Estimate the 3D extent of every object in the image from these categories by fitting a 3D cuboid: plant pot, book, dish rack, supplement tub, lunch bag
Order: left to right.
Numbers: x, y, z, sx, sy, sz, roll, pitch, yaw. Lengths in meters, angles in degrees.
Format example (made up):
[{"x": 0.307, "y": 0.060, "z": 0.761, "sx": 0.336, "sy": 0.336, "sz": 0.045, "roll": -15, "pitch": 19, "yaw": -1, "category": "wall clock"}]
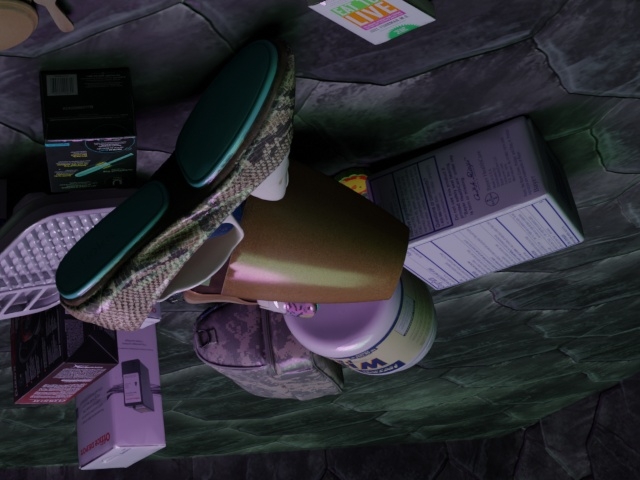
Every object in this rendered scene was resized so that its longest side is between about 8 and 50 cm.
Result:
[{"x": -0.440, "y": 0.015, "z": 1.776, "sx": 0.333, "sy": 0.072, "sz": 0.285, "roll": -38, "pitch": 164, "yaw": 30, "category": "dish rack"}, {"x": -0.109, "y": 0.222, "z": 2.383, "sx": 0.256, "sy": 0.212, "sz": 0.305, "roll": -13, "pitch": 158, "yaw": 9, "category": "lunch bag"}, {"x": 0.000, "y": 0.000, "z": 1.725, "sx": 0.254, "sy": 0.237, "sz": 0.237, "roll": 14, "pitch": 156, "yaw": -3, "category": "plant pot"}, {"x": 0.088, "y": 0.135, "z": 2.196, "sx": 0.235, "sy": 0.235, "sz": 0.325, "roll": -16, "pitch": 159, "yaw": 19, "category": "supplement tub"}, {"x": 0.064, "y": -0.292, "z": 1.394, "sx": 0.096, "sy": 0.035, "sz": 0.144, "roll": -19, "pitch": 158, "yaw": 34, "category": "book"}]

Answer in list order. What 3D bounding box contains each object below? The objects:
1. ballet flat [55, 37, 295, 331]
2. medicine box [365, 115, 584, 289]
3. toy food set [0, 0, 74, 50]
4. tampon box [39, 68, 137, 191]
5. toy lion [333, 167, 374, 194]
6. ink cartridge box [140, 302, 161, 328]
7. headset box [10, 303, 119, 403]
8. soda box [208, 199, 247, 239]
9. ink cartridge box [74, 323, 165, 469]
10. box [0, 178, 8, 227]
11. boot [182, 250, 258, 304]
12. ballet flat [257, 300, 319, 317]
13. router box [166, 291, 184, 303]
[{"x": -0.159, "y": -0.059, "z": 1.531, "sx": 0.182, "sy": 0.164, "sz": 0.483, "roll": 30, "pitch": 109, "yaw": -39, "category": "ballet flat"}, {"x": 0.263, "y": -0.052, "z": 1.894, "sx": 0.289, "sy": 0.149, "sz": 0.263, "roll": -20, "pitch": 157, "yaw": 19, "category": "medicine box"}, {"x": -0.390, "y": -0.259, "z": 1.300, "sx": 0.192, "sy": 0.038, "sz": 0.132, "roll": -15, "pitch": 166, "yaw": 1, "category": "toy food set"}, {"x": -0.311, "y": -0.146, "z": 1.516, "sx": 0.120, "sy": 0.101, "sz": 0.161, "roll": -4, "pitch": 159, "yaw": -12, "category": "tampon box"}, {"x": 0.041, "y": -0.090, "z": 1.899, "sx": 0.100, "sy": 0.034, "sz": 0.096, "roll": -6, "pitch": 152, "yaw": -10, "category": "toy lion"}, {"x": -0.348, "y": 0.075, "z": 1.997, "sx": 0.109, "sy": 0.150, "sz": 0.063, "roll": 13, "pitch": 150, "yaw": -43, "category": "ink cartridge box"}, {"x": -0.489, "y": 0.171, "z": 2.097, "sx": 0.110, "sy": 0.218, "sz": 0.293, "roll": 6, "pitch": 153, "yaw": -33, "category": "headset box"}, {"x": -0.220, "y": -0.015, "z": 1.928, "sx": 0.210, "sy": 0.071, "sz": 0.067, "roll": -14, "pitch": 159, "yaw": 14, "category": "soda box"}, {"x": -0.440, "y": 0.332, "z": 2.427, "sx": 0.121, "sy": 0.289, "sz": 0.211, "roll": 6, "pitch": 155, "yaw": -33, "category": "ink cartridge box"}, {"x": -0.550, "y": -0.035, "z": 1.748, "sx": 0.126, "sy": 0.072, "sz": 0.137, "roll": -2, "pitch": 158, "yaw": -15, "category": "box"}, {"x": -0.132, "y": 0.040, "z": 2.086, "sx": 0.248, "sy": 0.090, "sz": 0.207, "roll": -11, "pitch": 152, "yaw": -26, "category": "boot"}, {"x": -0.081, "y": 0.070, "z": 1.866, "sx": 0.079, "sy": 0.221, "sz": 0.077, "roll": -16, "pitch": 125, "yaw": -20, "category": "ballet flat"}, {"x": -0.263, "y": 0.083, "z": 2.208, "sx": 0.122, "sy": 0.038, "sz": 0.092, "roll": -15, "pitch": 158, "yaw": 16, "category": "router box"}]
